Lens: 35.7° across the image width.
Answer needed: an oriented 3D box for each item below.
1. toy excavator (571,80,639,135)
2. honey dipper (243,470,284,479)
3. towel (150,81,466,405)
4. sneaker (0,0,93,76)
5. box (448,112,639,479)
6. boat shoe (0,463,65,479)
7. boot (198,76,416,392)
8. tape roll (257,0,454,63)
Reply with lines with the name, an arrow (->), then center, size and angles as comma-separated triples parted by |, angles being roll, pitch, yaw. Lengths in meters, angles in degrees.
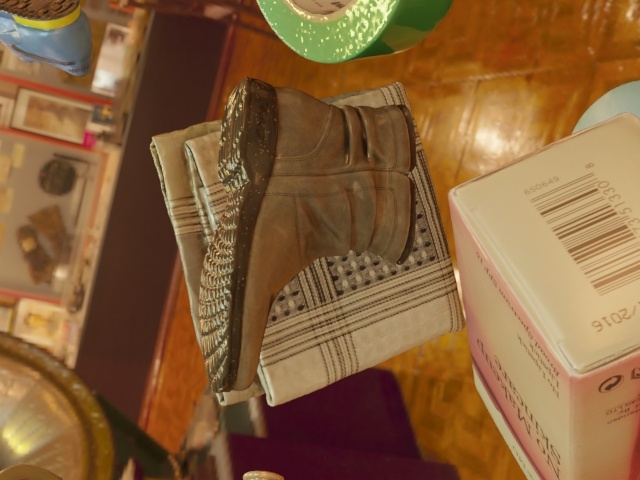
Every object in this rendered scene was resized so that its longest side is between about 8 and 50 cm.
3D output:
toy excavator -> 0.442, -0.121, 1.123 | 0.222, 0.432, 0.445 | -85, -11, -57
honey dipper -> -0.048, 0.237, 0.667 | 0.030, 0.030, 0.161 | 136, 147, -54
towel -> -0.004, 0.000, 1.103 | 0.056, 0.324, 0.312 | 1, 107, 67
sneaker -> -0.304, -0.214, 0.978 | 0.209, 0.069, 0.082 | 25, 142, 30
box -> 0.174, 0.064, 0.622 | 0.232, 0.126, 0.149 | 73, 172, -50
boat shoe -> -0.126, 0.185, 0.323 | 0.068, 0.081, 0.228 | -29, 36, 24
boot -> 0.000, 0.000, 0.758 | 0.083, 0.161, 0.247 | 163, 116, -68
tape roll -> 0.022, -0.341, 0.993 | 0.321, 0.077, 0.321 | 27, 124, 49
